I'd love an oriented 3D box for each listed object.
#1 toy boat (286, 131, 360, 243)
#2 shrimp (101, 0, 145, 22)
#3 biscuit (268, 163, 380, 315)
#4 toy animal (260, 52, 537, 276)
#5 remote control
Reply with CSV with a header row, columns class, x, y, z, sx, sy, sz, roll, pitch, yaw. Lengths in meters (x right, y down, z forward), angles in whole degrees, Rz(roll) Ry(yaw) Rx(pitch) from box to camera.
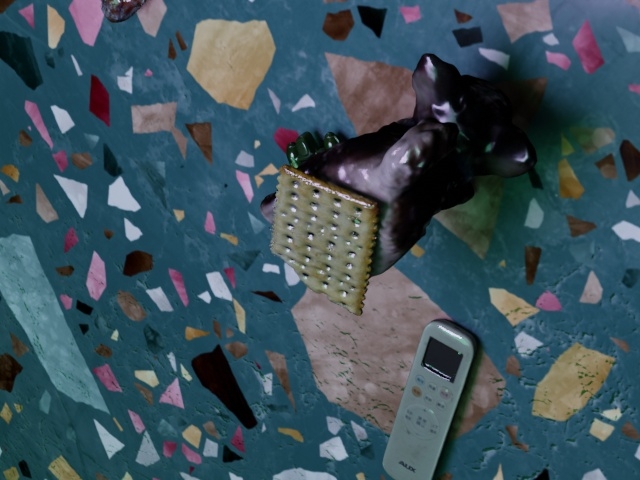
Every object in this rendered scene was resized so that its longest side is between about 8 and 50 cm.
class,x,y,z,sx,sy,sz,roll,pitch,yaw
toy boat,0.017,-0.062,2.082,0.104,0.052,0.210,-11,104,37
shrimp,-0.267,-0.421,2.099,0.090,0.079,0.233,35,123,11
biscuit,0.000,-0.001,1.730,0.144,0.016,0.203,25,141,12
toy animal,0.136,-0.109,1.778,0.194,0.344,0.303,49,142,2
remote control,0.165,0.250,2.138,0.090,0.038,0.309,30,126,21
